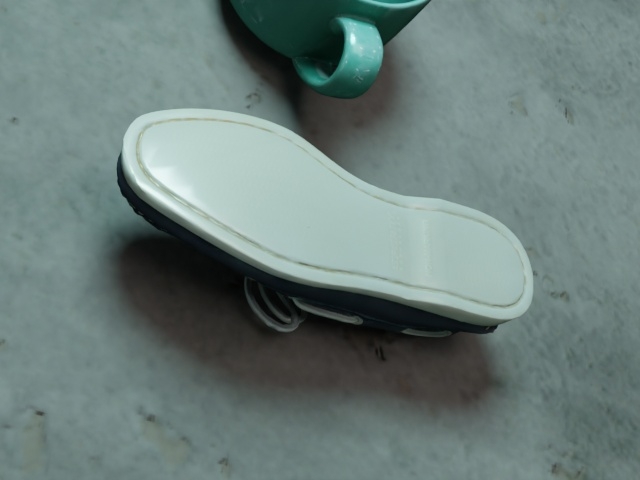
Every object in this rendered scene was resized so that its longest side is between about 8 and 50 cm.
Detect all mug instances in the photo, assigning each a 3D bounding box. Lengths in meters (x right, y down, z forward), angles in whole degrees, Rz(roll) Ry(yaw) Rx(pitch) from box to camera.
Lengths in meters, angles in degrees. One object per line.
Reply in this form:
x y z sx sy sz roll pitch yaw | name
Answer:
-0.003 -0.166 0.644 0.129 0.097 0.157 40 53 -11 | mug

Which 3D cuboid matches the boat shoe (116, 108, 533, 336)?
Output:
0.000 0.000 0.579 0.254 0.079 0.095 14 59 -29 | boat shoe
